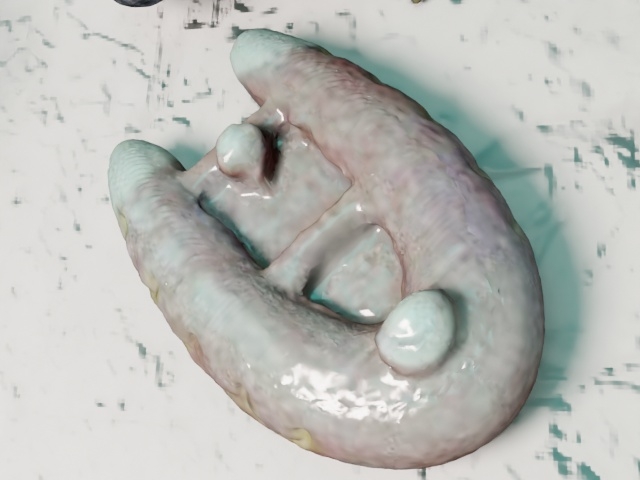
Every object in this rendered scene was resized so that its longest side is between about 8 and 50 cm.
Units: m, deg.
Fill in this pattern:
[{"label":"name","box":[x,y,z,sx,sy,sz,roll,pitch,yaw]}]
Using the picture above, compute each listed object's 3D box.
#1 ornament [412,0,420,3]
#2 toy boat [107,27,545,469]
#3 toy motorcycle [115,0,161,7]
[{"label":"ornament","box":[0.119,-0.200,0.598,0.236,0.080,0.202,-35,60,-3]},{"label":"toy boat","box":[0.000,0.000,0.548,0.155,0.085,0.227,-41,65,-4]},{"label":"toy motorcycle","box":[-0.028,-0.280,0.614,0.223,0.108,0.341,-16,59,50]}]
